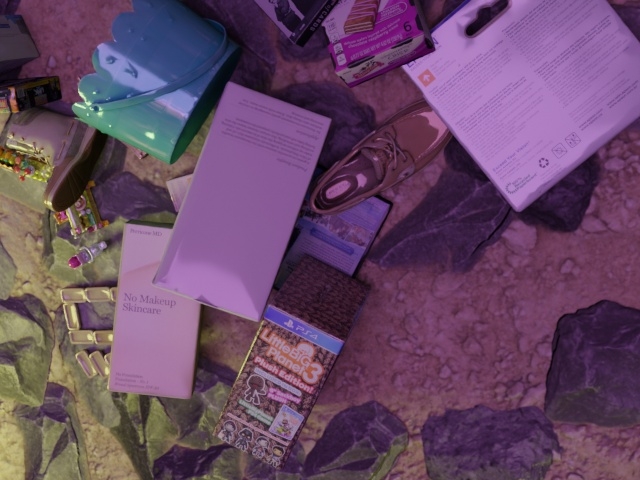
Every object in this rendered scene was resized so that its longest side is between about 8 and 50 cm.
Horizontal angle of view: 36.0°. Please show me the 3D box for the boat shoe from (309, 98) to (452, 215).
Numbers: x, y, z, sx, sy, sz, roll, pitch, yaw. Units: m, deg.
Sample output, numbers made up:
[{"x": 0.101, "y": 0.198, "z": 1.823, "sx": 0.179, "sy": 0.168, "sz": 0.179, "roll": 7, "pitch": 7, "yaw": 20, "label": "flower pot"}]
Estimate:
[{"x": 0.109, "y": -0.140, "z": 1.704, "sx": 0.302, "sy": 0.098, "sz": 0.109, "roll": -33, "pitch": 94, "yaw": 8, "label": "boat shoe"}]

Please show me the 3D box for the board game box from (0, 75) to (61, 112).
[{"x": -0.574, "y": -0.262, "z": 1.791, "sx": 0.141, "sy": 0.170, "sz": 0.048, "roll": -3, "pitch": 105, "yaw": 14, "label": "board game box"}]

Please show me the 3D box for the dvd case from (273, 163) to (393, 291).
[{"x": 0.000, "y": 0.000, "z": 1.815, "sx": 0.180, "sy": 0.022, "sz": 0.253, "roll": 27, "pitch": 108, "yaw": 3, "label": "dvd case"}]

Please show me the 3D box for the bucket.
[{"x": -0.271, "y": -0.277, "z": 1.678, "sx": 0.183, "sy": 0.281, "sz": 0.281, "roll": 31, "pitch": 108, "yaw": -3, "label": "bucket"}]

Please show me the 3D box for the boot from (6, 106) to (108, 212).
[{"x": -0.502, "y": -0.153, "z": 1.804, "sx": 0.165, "sy": 0.213, "sz": 0.077, "roll": 13, "pitch": 148, "yaw": 10, "label": "boot"}]

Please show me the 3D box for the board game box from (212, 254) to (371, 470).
[{"x": -0.049, "y": 0.213, "z": 1.754, "sx": 0.141, "sy": 0.232, "sz": 0.291, "roll": 26, "pitch": 114, "yaw": 4, "label": "board game box"}]

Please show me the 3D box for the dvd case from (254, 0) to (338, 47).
[{"x": -0.046, "y": -0.459, "z": 1.639, "sx": 0.179, "sy": 0.029, "sz": 0.239, "roll": -50, "pitch": 56, "yaw": 18, "label": "dvd case"}]

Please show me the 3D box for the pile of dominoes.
[{"x": -0.383, "y": 0.180, "z": 1.947, "sx": 0.251, "sy": 0.040, "sz": 0.196, "roll": -2, "pitch": 104, "yaw": 21, "label": "pile of dominoes"}]

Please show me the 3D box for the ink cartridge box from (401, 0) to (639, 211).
[{"x": 0.350, "y": -0.273, "z": 1.626, "sx": 0.324, "sy": 0.071, "sz": 0.330, "roll": -39, "pitch": 92, "yaw": 9, "label": "ink cartridge box"}]

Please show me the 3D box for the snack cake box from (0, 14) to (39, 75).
[{"x": -0.674, "y": -0.323, "z": 1.807, "sx": 0.264, "sy": 0.152, "sz": 0.089, "roll": -21, "pitch": 99, "yaw": 16, "label": "snack cake box"}]

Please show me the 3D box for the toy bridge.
[{"x": -0.387, "y": -0.228, "z": 1.816, "sx": 0.026, "sy": 0.063, "sz": 0.188, "roll": -38, "pitch": 94, "yaw": 18, "label": "toy bridge"}]

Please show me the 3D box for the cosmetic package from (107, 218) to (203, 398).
[{"x": -0.295, "y": 0.123, "z": 1.819, "sx": 0.160, "sy": 0.113, "sz": 0.310, "roll": 5, "pitch": 96, "yaw": -4, "label": "cosmetic package"}]

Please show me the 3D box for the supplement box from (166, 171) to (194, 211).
[{"x": -0.230, "y": -0.097, "z": 1.830, "sx": 0.098, "sy": 0.036, "sz": 0.062, "roll": -14, "pitch": 101, "yaw": 15, "label": "supplement box"}]

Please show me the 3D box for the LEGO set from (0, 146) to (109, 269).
[{"x": -0.509, "y": -0.082, "z": 1.856, "sx": 0.132, "sy": 0.107, "sz": 0.287, "roll": -38, "pitch": 94, "yaw": 18, "label": "LEGO set"}]

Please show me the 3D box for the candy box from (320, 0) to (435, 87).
[{"x": 0.077, "y": -0.390, "z": 1.617, "sx": 0.159, "sy": 0.071, "sz": 0.234, "roll": -22, "pitch": 67, "yaw": 16, "label": "candy box"}]

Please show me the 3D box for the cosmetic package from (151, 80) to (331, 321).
[{"x": -0.131, "y": -0.061, "z": 1.686, "sx": 0.196, "sy": 0.155, "sz": 0.366, "roll": 21, "pitch": 87, "yaw": -1, "label": "cosmetic package"}]
